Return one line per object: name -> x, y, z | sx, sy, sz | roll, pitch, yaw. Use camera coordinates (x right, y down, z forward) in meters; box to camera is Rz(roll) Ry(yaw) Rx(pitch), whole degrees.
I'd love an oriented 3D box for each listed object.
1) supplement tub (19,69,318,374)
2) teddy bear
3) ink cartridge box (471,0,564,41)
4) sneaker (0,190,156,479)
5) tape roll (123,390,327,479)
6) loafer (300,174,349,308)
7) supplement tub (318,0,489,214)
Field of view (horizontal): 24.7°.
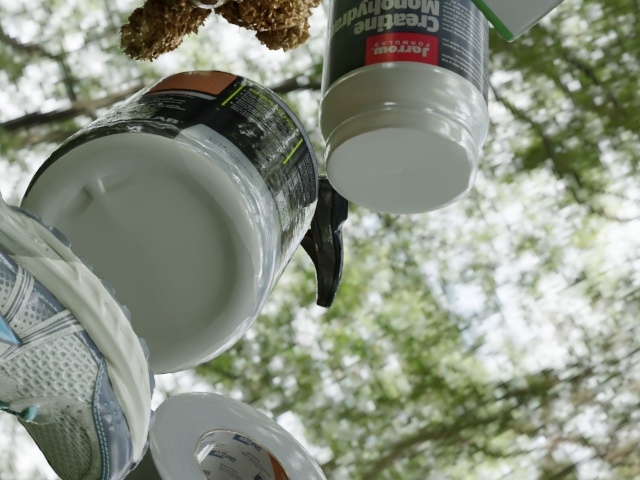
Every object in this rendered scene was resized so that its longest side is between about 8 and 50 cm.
supplement tub -> -0.107, -0.030, 1.180 | 0.193, 0.316, 0.193 | 2, -74, 9
teddy bear -> -0.145, -0.284, 1.278 | 0.338, 0.113, 0.245 | 51, -57, 19
ink cartridge box -> 0.142, -0.351, 1.458 | 0.201, 0.117, 0.278 | 43, 17, -28
sneaker -> -0.188, 0.028, 0.692 | 0.110, 0.122, 0.283 | -4, -54, 42
tape roll -> -0.092, 0.254, 1.458 | 0.219, 0.219, 0.072 | 50, -61, 24
loafer -> 0.000, 0.000, 1.804 | 0.062, 0.061, 0.170 | -105, -161, -83
supplement tub -> 0.097, -0.187, 1.671 | 0.191, 0.191, 0.272 | 123, -24, -54
